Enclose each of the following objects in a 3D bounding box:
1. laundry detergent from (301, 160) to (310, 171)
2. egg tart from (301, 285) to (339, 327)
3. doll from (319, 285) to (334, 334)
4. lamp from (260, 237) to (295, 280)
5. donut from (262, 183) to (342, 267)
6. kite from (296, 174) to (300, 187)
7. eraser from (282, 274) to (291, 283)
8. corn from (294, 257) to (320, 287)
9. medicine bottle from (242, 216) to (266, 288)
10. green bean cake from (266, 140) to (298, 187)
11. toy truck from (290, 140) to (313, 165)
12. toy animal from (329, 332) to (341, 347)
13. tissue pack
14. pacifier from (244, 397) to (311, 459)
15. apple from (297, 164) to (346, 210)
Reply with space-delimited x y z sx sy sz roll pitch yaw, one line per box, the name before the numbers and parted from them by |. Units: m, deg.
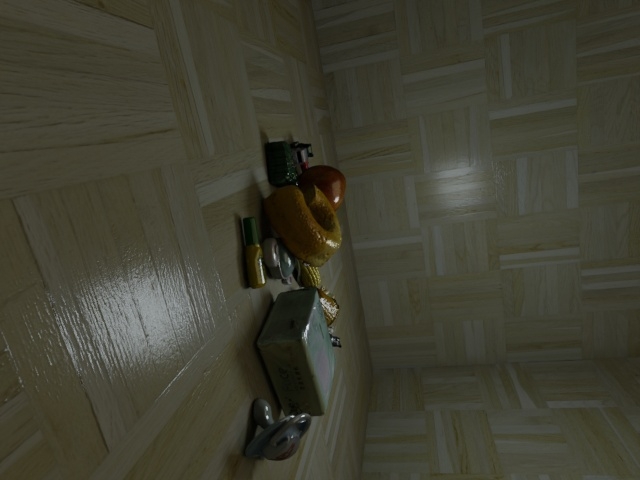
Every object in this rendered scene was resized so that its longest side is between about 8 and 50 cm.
laundry detergent | -0.093 -0.463 2.427 0.165 0.049 0.097 66 14 -48
egg tart | -0.029 0.329 1.971 0.215 0.215 0.170 -84 151 -44
doll | 0.011 0.403 2.273 0.208 0.144 0.271 -64 147 -30
lamp | -0.169 0.067 1.703 0.246 0.108 0.179 52 30 -65
donut | -0.042 -0.079 1.815 0.377 0.164 0.435 56 21 3
kite | -0.138 -0.319 2.229 0.245 0.015 0.141 32 51 -78
eraser | -0.157 0.151 1.882 0.065 0.026 0.105 46 38 -73
corn | -0.077 0.130 2.059 0.123 0.122 0.305 -108 -179 -47
medicine bottle | -0.246 0.044 1.484 0.095 0.064 0.260 -14 96 -77
green bean cake | -0.174 -0.358 1.908 0.193 0.107 0.208 -7 89 -76
toy truck | -0.105 -0.484 2.236 0.216 0.116 0.110 -67 148 -64
toy animal | 0.001 0.522 2.060 0.210 0.117 0.121 22 43 -24
tissue pack | -0.082 0.452 1.649 0.331 0.206 0.404 -74 153 -60
pacifier | -0.159 0.629 1.387 0.207 0.227 0.279 44 -11 33
apple | 0.017 -0.283 2.253 0.301 0.302 0.301 -7 90 -77
